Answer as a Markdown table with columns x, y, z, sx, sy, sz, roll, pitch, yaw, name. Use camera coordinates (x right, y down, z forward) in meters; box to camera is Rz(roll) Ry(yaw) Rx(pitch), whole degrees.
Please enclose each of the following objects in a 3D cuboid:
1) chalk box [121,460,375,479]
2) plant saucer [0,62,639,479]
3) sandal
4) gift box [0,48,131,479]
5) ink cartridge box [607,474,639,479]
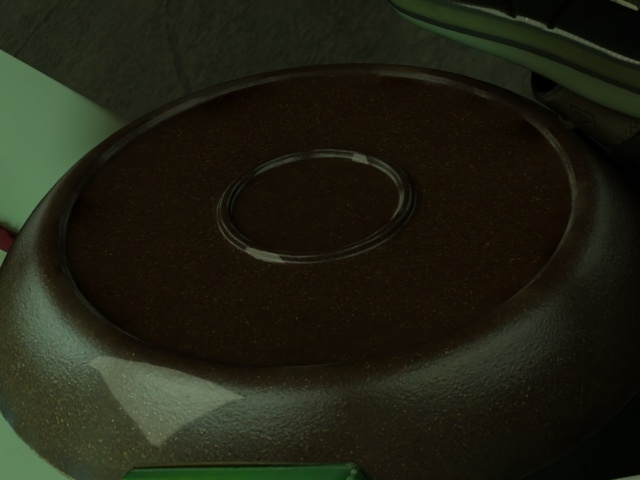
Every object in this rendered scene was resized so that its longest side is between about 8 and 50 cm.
| x | y | z | sx | sy | sz | roll | pitch | yaw | name |
| --- | --- | --- | --- | --- | --- | --- | --- | --- | --- |
| -0.017 | 0.152 | 0.471 | 0.132 | 0.132 | 0.213 | -14 | 34 | 51 | chalk box |
| 0.000 | 0.000 | 0.680 | 0.310 | 0.050 | 0.310 | -5 | 36 | 3 | plant saucer |
| 0.137 | -0.078 | 0.664 | 0.120 | 0.086 | 0.303 | -34 | 46 | -24 | sandal |
| -0.181 | 0.036 | 0.895 | 0.276 | 0.258 | 0.255 | 3 | 66 | 65 | gift box |
| 0.109 | 0.193 | 0.501 | 0.160 | 0.092 | 0.219 | -20 | 48 | 47 | ink cartridge box |
